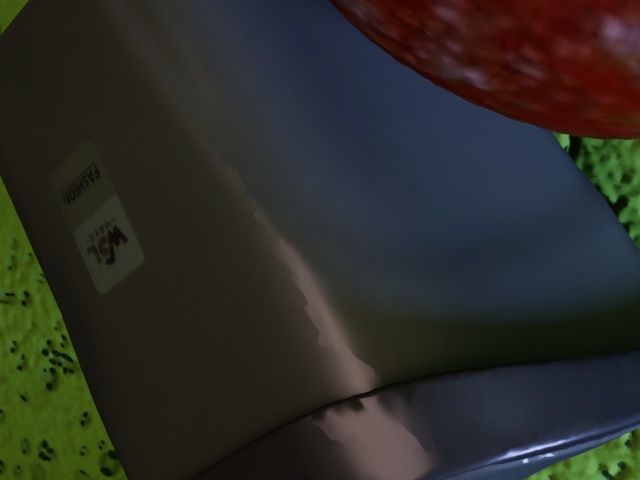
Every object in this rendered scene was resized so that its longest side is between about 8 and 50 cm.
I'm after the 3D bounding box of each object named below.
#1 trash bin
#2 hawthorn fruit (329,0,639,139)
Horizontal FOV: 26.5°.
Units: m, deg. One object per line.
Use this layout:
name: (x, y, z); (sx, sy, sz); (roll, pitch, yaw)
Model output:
trash bin: (0.000, 0.000, 0.555); (0.220, 0.219, 0.250); (-36, 78, 40)
hawthorn fruit: (0.085, -0.182, 0.422); (0.284, 0.284, 0.284); (9, 109, 28)
